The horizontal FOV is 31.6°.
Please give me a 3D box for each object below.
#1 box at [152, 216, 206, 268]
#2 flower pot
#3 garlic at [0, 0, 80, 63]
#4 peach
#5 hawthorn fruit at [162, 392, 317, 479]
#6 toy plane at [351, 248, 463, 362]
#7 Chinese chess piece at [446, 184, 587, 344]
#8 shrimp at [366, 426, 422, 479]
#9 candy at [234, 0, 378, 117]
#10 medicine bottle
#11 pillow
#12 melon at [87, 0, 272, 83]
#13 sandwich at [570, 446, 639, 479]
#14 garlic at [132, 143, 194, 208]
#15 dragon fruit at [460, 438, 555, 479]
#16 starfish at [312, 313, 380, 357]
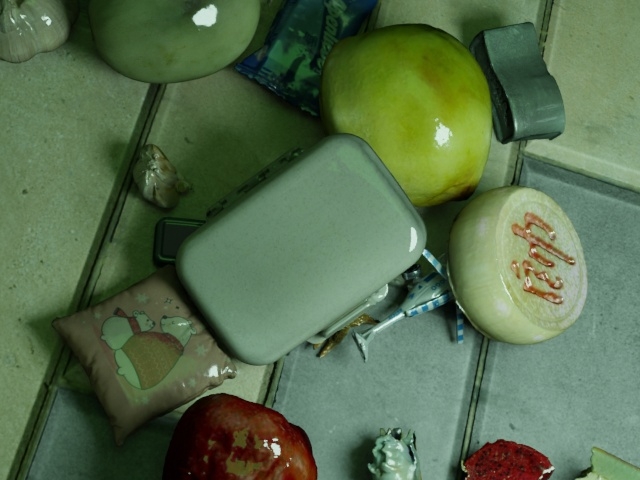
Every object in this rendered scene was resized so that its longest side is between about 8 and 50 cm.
[{"bbox_3d":[-0.216,0.007,1.896,0.126,0.031,0.091,7,67,-11],"label":"box"},{"bbox_3d":[0.364,-0.288,2.109,0.108,0.103,0.229,-11,72,-16],"label":"flower pot"},{"bbox_3d":[-0.530,-0.411,1.938,0.228,0.152,0.228,4,62,-8],"label":"garlic"},{"bbox_3d":[0.152,-0.220,1.938,0.314,0.281,0.315,-3,76,-20],"label":"peach"},{"bbox_3d":[-0.134,0.369,1.679,0.230,0.210,0.266,29,80,-15],"label":"hawthorn fruit"},{"bbox_3d":[0.162,0.114,1.913,0.273,0.107,0.182,-47,119,-13],"label":"toy plane"},{"bbox_3d":[0.331,0.042,1.901,0.270,0.112,0.270,16,66,-39],"label":"Chinese chess piece"},{"bbox_3d":[0.067,0.426,1.726,0.287,0.068,0.185,-29,103,-40],"label":"shrimp"},{"bbox_3d":[-0.017,-0.392,2.087,0.187,0.077,0.331,27,65,-8],"label":"candy"},{"bbox_3d":[-0.031,0.015,1.800,0.375,0.123,0.282,-36,91,5],"label":"medicine bottle"},{"bbox_3d":[-0.276,0.174,1.784,0.223,0.084,0.236,-25,72,-20],"label":"pillow"},{"bbox_3d":[-0.243,-0.397,1.940,0.308,0.272,0.272,-44,82,-3],"label":"melon"},{"bbox_3d":[0.478,0.417,1.774,0.186,0.220,0.108,40,67,6],"label":"sandwich"},{"bbox_3d":[-0.277,-0.107,1.907,0.074,0.094,0.113,-28,78,20],"label":"garlic"},{"bbox_3d":[0.288,0.385,1.828,0.162,0.083,0.106,-36,60,-5],"label":"dragon fruit"},{"bbox_3d":[0.043,0.129,1.897,0.130,0.041,0.133,2,68,-13],"label":"starfish"}]
